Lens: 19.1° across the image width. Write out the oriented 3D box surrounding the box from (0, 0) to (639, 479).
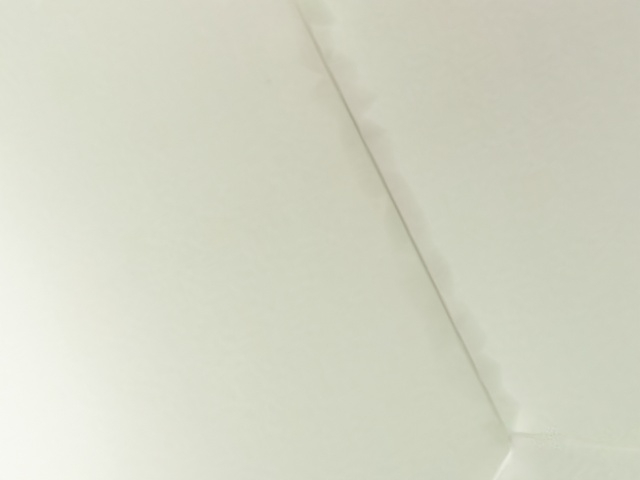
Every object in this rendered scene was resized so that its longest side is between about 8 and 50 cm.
[{"bbox_3d":[0.000,0.000,0.672,0.319,0.257,0.348,-28,93,-12],"label":"box"}]
